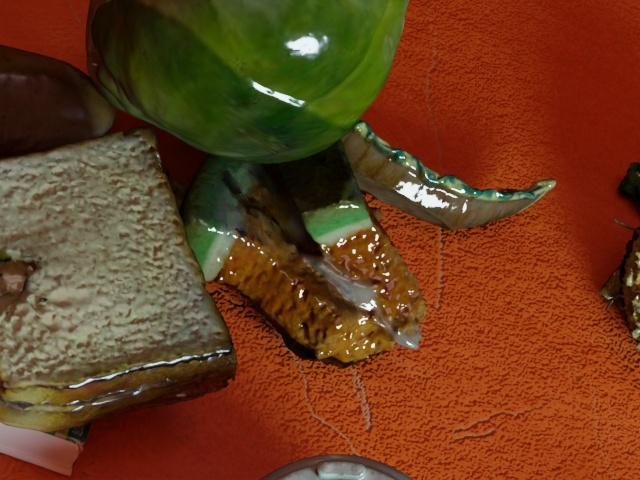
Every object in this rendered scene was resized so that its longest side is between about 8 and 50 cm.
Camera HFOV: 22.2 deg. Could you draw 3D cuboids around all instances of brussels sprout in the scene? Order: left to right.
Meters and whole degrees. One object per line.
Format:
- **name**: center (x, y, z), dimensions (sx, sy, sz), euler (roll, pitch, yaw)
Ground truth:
- **brussels sprout**: center (-0.079, -0.222, 1.631), dimensions (0.289, 0.355, 0.281), euler (16, 73, -51)

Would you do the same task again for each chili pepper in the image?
- **chili pepper**: center (0.456, -0.053, 2.006), dimensions (0.182, 0.050, 0.073), euler (8, 50, -20)

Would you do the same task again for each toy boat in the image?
- **toy boat**: center (0.127, -0.070, 1.852), dimensions (0.293, 0.108, 0.099), euler (19, 82, -15)

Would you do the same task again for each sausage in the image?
- **sausage**: center (-0.453, -0.168, 1.664), dimensions (0.501, 0.123, 0.136), euler (12, 26, -15)

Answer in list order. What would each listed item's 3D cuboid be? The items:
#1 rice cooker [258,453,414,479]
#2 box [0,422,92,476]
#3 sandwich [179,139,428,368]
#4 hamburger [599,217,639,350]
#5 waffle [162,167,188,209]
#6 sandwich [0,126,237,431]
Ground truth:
- **rice cooker**: center (0.015, 0.326, 1.470), dimensions (0.281, 0.227, 0.241), euler (6, 67, 3)
- **box**: center (-0.271, 0.112, 1.583), dimensions (0.135, 0.081, 0.199), euler (20, 51, -9)
- **sandwich**: center (0.000, 0.000, 1.705), dimensions (0.301, 0.162, 0.250), euler (44, 39, 1)
- **hamburger**: center (0.439, 0.045, 1.826), dimensions (0.262, 0.243, 0.139), euler (39, 16, 20)
- **waffle**: center (-0.212, -0.018, 1.714), dimensions (0.191, 0.038, 0.191), euler (12, 55, -18)
- **sandwich**: center (-0.233, 0.039, 1.538), dimensions (0.249, 0.095, 0.273), euler (-11, 63, -26)
